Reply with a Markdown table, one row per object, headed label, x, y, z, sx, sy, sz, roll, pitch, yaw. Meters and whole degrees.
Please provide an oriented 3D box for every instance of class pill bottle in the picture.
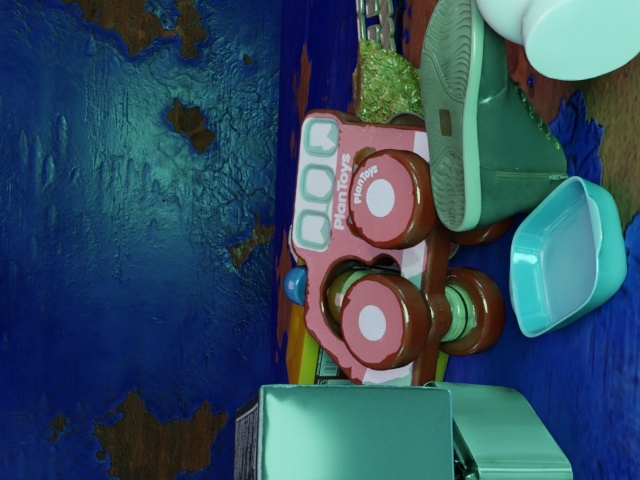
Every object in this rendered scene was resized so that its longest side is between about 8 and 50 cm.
| label | x | y | z | sx | sy | sz | roll | pitch | yaw |
| --- | --- | --- | --- | --- | --- | --- | --- | --- | --- |
| pill bottle | 0.184 | -0.256 | 0.687 | 0.146 | 0.146 | 0.264 | 107 | 161 | -57 |

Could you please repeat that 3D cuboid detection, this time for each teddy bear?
| label | x | y | z | sx | sy | sz | roll | pitch | yaw |
| --- | --- | --- | --- | --- | --- | --- | --- | --- | --- |
| teddy bear | 0.102 | -0.154 | 1.297 | 0.245 | 0.113 | 0.338 | -95 | 5 | -47 |

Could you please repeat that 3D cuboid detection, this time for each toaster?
| label | x | y | z | sx | sy | sz | roll | pitch | yaw |
| --- | --- | --- | --- | --- | --- | --- | --- | --- | --- |
| toaster | 0.158 | 0.250 | 0.850 | 0.185 | 0.110 | 0.168 | -113 | 25 | -68 |

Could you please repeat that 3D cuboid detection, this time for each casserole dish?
| label | x | y | z | sx | sy | sz | roll | pitch | yaw |
| --- | --- | --- | --- | --- | --- | --- | --- | --- | --- |
| casserole dish | 0.218 | 0.019 | 0.766 | 0.188 | 0.037 | 0.114 | 114 | 156 | -67 |

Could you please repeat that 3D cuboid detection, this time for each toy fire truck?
| label | x | y | z | sx | sy | sz | roll | pitch | yaw |
| --- | --- | --- | --- | --- | --- | --- | --- | --- | --- |
| toy fire truck | 0.061 | 0.011 | 0.963 | 0.254 | 0.169 | 0.302 | 13 | 102 | 46 |

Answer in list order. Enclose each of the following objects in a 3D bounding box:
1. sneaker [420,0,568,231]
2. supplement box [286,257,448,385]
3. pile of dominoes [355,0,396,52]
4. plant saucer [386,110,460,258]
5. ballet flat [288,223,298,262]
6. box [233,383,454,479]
| label | x | y | z | sx | sy | sz | roll | pitch | yaw |
| --- | --- | --- | --- | --- | --- | --- | --- | --- | --- |
| sneaker | 0.162 | -0.125 | 0.791 | 0.083 | 0.118 | 0.222 | 33 | 131 | 58 |
| supplement box | 0.063 | 0.129 | 1.169 | 0.129 | 0.194 | 0.191 | -103 | 18 | -57 |
| pile of dominoes | 0.110 | -0.351 | 1.498 | 0.196 | 0.040 | 0.251 | -149 | 53 | -74 |
| plant saucer | 0.138 | -0.070 | 1.100 | 0.198 | 0.036 | 0.198 | 48 | 147 | 45 |
| ballet flat | 0.000 | 0.000 | 1.736 | 0.400 | 0.139 | 0.139 | -126 | 39 | -74 |
| box | 0.010 | 0.301 | 0.835 | 0.294 | 0.183 | 0.296 | 121 | 150 | -73 |
